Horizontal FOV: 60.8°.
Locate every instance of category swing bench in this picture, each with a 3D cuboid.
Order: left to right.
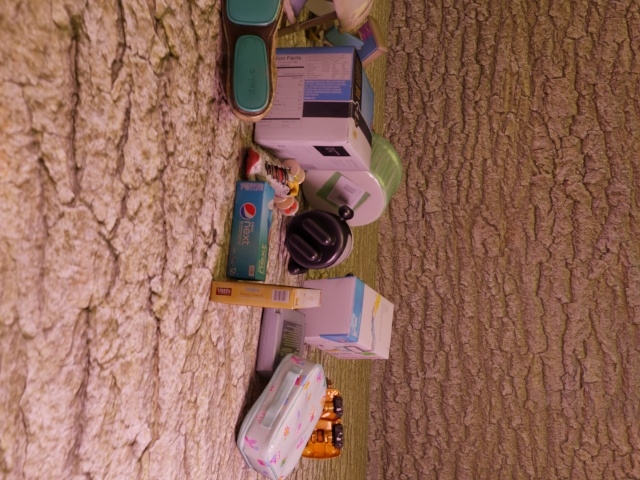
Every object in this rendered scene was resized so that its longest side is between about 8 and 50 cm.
[{"bbox_3d":[-0.015,-0.592,1.199,0.253,0.255,0.165,55,39,-69],"label":"swing bench"}]

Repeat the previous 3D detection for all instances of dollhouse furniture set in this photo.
[{"bbox_3d":[0.027,-0.703,1.789,0.304,0.198,0.286,7,61,-47],"label":"dollhouse furniture set"}]

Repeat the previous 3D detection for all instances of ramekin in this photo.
[{"bbox_3d":[0.089,-0.185,1.674,0.303,0.304,0.148,80,25,-44],"label":"ramekin"}]

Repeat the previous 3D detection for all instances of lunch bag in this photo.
[{"bbox_3d":[-0.087,0.421,1.332,0.279,0.108,0.224,-58,151,-33],"label":"lunch bag"}]

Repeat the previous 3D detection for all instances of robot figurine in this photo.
[{"bbox_3d":[0.003,0.000,1.585,0.278,0.209,0.173,4,76,-77],"label":"robot figurine"}]

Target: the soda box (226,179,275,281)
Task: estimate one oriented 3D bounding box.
[{"bbox_3d":[-0.148,-0.020,1.172,0.071,0.067,0.209,39,56,-74],"label":"soda box"}]

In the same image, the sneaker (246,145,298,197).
[{"bbox_3d":[-0.109,-0.156,1.254,0.225,0.093,0.087,39,55,-73],"label":"sneaker"}]

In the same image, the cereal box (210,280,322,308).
[{"bbox_3d":[-0.105,0.116,1.154,0.240,0.173,0.047,27,67,-75],"label":"cereal box"}]

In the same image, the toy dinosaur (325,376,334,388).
[{"bbox_3d":[0.020,0.579,2.040,0.211,0.064,0.112,-63,154,-59],"label":"toy dinosaur"}]

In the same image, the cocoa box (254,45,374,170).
[{"bbox_3d":[0.000,-0.318,1.376,0.347,0.232,0.227,14,80,-77],"label":"cocoa box"}]

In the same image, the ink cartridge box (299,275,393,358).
[{"bbox_3d":[0.086,0.257,1.766,0.270,0.198,0.197,37,54,-47],"label":"ink cartridge box"}]

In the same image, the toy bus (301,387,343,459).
[{"bbox_3d":[-0.001,0.583,1.813,0.211,0.150,0.220,102,-11,-89],"label":"toy bus"}]

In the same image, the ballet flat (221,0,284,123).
[{"bbox_3d":[-0.137,-0.403,1.079,0.123,0.123,0.348,6,86,-77],"label":"ballet flat"}]

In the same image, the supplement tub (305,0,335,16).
[{"bbox_3d":[0.055,-0.805,1.496,0.235,0.236,0.324,61,34,-66],"label":"supplement tub"}]

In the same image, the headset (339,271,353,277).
[{"bbox_3d":[0.142,0.295,2.150,0.185,0.244,0.394,-65,-153,21],"label":"headset"}]

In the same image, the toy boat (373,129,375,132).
[{"bbox_3d":[0.149,-0.464,2.123,0.231,0.151,0.151,-5,117,-78],"label":"toy boat"}]

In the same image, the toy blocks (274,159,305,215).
[{"bbox_3d":[-0.076,-0.131,1.442,0.148,0.054,0.123,54,57,-70],"label":"toy blocks"}]

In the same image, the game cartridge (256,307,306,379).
[{"bbox_3d":[-0.102,0.280,1.473,0.294,0.060,0.195,48,43,-71],"label":"game cartridge"}]

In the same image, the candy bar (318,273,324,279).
[{"bbox_3d":[-0.008,0.160,1.925,0.161,0.018,0.040,-45,136,-72],"label":"candy bar"}]
